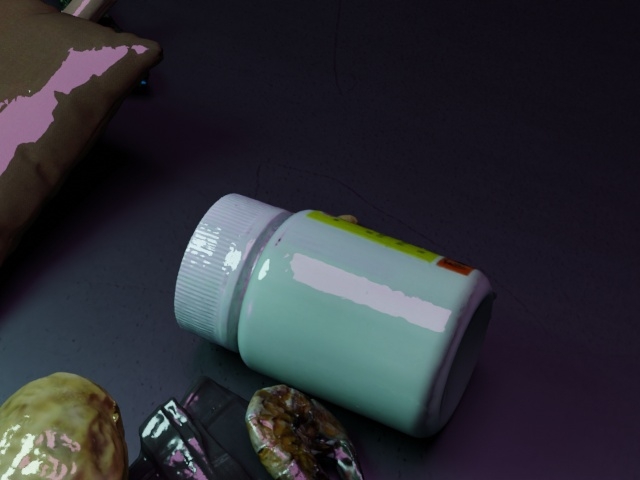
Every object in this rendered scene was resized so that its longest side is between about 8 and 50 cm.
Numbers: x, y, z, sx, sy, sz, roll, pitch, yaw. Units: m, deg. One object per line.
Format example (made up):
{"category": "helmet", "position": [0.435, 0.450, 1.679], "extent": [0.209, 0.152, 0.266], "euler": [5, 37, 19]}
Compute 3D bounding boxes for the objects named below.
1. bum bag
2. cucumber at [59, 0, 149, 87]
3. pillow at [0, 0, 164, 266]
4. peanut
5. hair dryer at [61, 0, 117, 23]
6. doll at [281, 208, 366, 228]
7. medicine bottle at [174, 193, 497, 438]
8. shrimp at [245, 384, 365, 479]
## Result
{"category": "bum bag", "position": [-0.110, 0.199, 0.779], "extent": [0.123, 0.060, 0.248], "euler": [31, 50, 18]}
{"category": "cucumber", "position": [-0.252, -0.243, 1.214], "extent": [0.043, 0.044, 0.256], "euler": [-2, 42, -39]}
{"category": "pillow", "position": [-0.341, -0.117, 1.018], "extent": [0.305, 0.108, 0.308], "euler": [26, 70, 21]}
{"category": "peanut", "position": [-0.186, 0.179, 0.687], "extent": [0.098, 0.103, 0.229], "euler": [35, 44, -16]}
{"category": "hair dryer", "position": [-0.266, -0.221, 1.149], "extent": [0.117, 0.064, 0.181], "euler": [30, 73, 26]}
{"category": "doll", "position": [0.002, -0.008, 0.989], "extent": [0.093, 0.051, 0.061], "euler": [-22, 44, -23]}
{"category": "medicine bottle", "position": [0.011, 0.055, 0.867], "extent": [0.225, 0.139, 0.139], "euler": [20, 49, 17]}
{"category": "shrimp", "position": [0.005, 0.174, 0.803], "extent": [0.091, 0.034, 0.161], "euler": [-7, 60, -43]}
